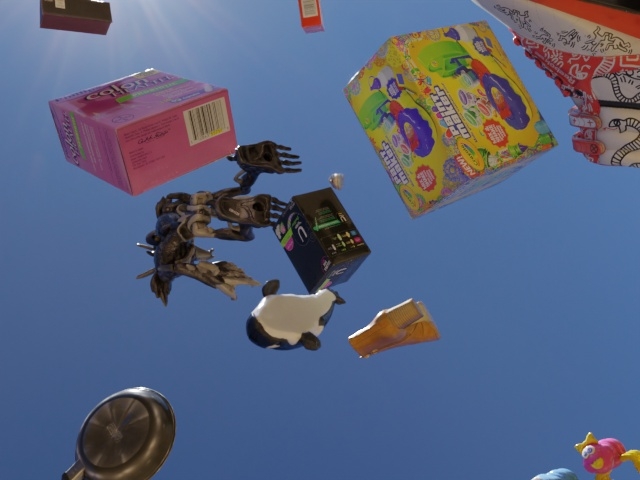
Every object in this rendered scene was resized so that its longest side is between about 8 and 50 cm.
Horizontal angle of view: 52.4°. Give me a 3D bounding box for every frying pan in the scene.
[{"bbox_3d":[-0.417,0.378,1.173,0.326,0.053,0.197,-22,-129,-1],"label":"frying pan"}]

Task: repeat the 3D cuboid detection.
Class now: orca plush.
[{"bbox_3d":[-0.066,0.148,1.219,0.151,0.102,0.287,45,-155,-1],"label":"orca plush"}]

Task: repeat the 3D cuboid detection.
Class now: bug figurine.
[{"bbox_3d":[0.359,0.225,0.743,0.216,0.279,0.072,15,-145,-50],"label":"bug figurine"}]

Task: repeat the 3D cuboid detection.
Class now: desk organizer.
[{"bbox_3d":[-0.481,-0.441,1.276,0.130,0.050,0.047,-3,-106,-32],"label":"desk organizer"}]

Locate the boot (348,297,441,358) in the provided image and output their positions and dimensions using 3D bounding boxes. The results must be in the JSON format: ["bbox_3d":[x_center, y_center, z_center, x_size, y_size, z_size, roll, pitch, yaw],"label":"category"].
[{"bbox_3d":[0.196,0.250,1.740,0.295,0.211,0.104,38,-157,-59],"label":"boot"}]

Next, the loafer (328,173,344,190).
[{"bbox_3d":[0.039,-0.155,1.715,0.125,0.039,0.045,-46,-43,-79],"label":"loafer"}]

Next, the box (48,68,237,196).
[{"bbox_3d":[-0.304,-0.196,1.122,0.213,0.243,0.117,-30,-53,-34],"label":"box"}]

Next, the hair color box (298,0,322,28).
[{"bbox_3d":[-0.019,-0.462,1.317,0.141,0.043,0.072,-74,-23,-77],"label":"hair color box"}]

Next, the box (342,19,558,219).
[{"bbox_3d":[0.247,-0.235,1.249,0.279,0.177,0.290,-22,-99,-35],"label":"box"}]

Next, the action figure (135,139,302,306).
[{"bbox_3d":[-0.129,-0.008,0.813,0.140,0.275,0.164,20,-122,-32],"label":"action figure"}]

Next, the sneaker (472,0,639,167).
[{"bbox_3d":[0.240,-0.158,0.609,0.270,0.145,0.090,27,-140,23],"label":"sneaker"}]

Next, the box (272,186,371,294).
[{"bbox_3d":[0.000,0.000,0.654,0.052,0.062,0.083,-17,-113,-35],"label":"box"}]
